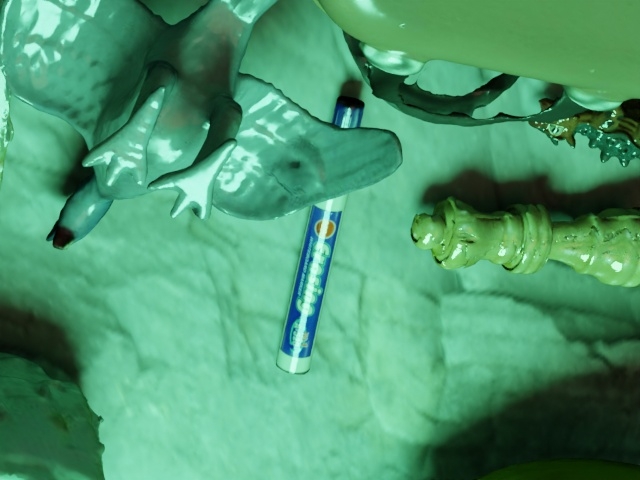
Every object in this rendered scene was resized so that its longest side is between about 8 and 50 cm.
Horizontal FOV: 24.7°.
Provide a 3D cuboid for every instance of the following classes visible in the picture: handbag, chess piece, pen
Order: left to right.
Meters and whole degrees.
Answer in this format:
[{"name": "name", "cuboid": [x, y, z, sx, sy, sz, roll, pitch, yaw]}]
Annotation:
[{"name": "pen", "cuboid": [0.000, 0.000, 0.968, 0.025, 0.025, 0.204, 2, 119, -20]}, {"name": "handbag", "cuboid": [0.118, -0.180, 0.827, 0.302, 0.149, 0.283, 8, 126, -25]}, {"name": "chess piece", "cuboid": [0.143, -0.001, 1.000, 0.172, 0.060, 0.060, 5, 118, -21]}]

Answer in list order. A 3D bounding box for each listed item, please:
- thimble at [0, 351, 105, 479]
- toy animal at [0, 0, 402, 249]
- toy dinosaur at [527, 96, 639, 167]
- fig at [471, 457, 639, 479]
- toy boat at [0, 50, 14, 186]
[{"name": "thimble", "cuboid": [-0.242, 0.186, 0.907, 0.250, 0.172, 0.205, -32, 123, 3]}, {"name": "toy animal", "cuboid": [-0.088, -0.080, 0.802, 0.239, 0.176, 0.255, 35, 106, -20]}, {"name": "toy dinosaur", "cuboid": [0.210, -0.077, 0.980, 0.154, 0.049, 0.055, 8, 114, -17]}, {"name": "fig", "cuboid": [0.193, 0.312, 1.046, 0.343, 0.343, 0.343, -9, 122, -14]}, {"name": "toy boat", "cuboid": [-0.295, -0.112, 0.765, 0.293, 0.111, 0.276, 3, 118, -35]}]
